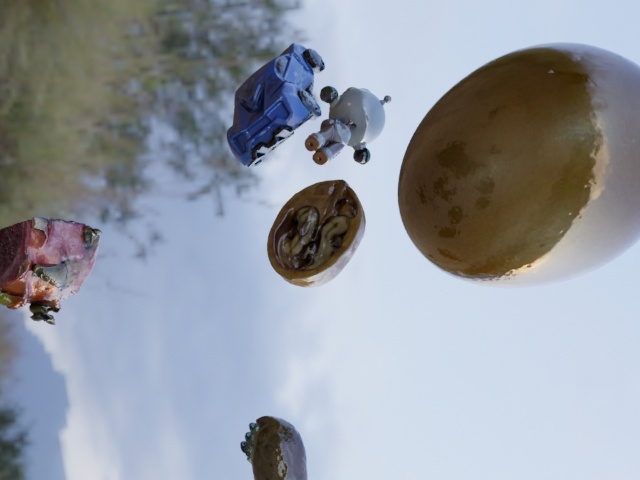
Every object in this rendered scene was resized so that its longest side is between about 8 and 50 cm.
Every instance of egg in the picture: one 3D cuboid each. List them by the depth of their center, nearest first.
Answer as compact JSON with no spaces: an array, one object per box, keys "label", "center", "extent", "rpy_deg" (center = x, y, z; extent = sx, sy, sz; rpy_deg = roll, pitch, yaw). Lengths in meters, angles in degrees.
[{"label":"egg","center":[0.261,-0.087,1.908],"extent":[0.282,0.351,0.282],"rpy_deg":[60,1,-2]}]

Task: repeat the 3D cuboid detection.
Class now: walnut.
[{"label":"walnut","center":[0.000,0.000,1.564],"extent":[0.091,0.121,0.052],"rpy_deg":[19,-25,28]}]

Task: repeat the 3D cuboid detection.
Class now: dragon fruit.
[{"label":"dragon fruit","center":[-0.300,0.035,1.631],"extent":[0.147,0.102,0.096],"rpy_deg":[-15,-112,38]}]

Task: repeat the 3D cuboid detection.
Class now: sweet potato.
[{"label":"sweet potato","center":[-0.045,0.357,2.011],"extent":[0.075,0.075,0.273],"rpy_deg":[-170,-105,-72]}]

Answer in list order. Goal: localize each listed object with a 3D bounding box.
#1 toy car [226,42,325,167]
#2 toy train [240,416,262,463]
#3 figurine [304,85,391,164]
[{"label":"toy car","center":[-0.053,-0.156,1.706],"extent":[0.063,0.103,0.216],"rpy_deg":[45,21,-20]},{"label":"toy train","center":[-0.085,0.296,2.335],"extent":[0.033,0.053,0.083],"rpy_deg":[-37,-165,34]},{"label":"figurine","center":[0.038,-0.188,2.633],"extent":[0.093,0.197,0.147],"rpy_deg":[-13,-71,52]}]
